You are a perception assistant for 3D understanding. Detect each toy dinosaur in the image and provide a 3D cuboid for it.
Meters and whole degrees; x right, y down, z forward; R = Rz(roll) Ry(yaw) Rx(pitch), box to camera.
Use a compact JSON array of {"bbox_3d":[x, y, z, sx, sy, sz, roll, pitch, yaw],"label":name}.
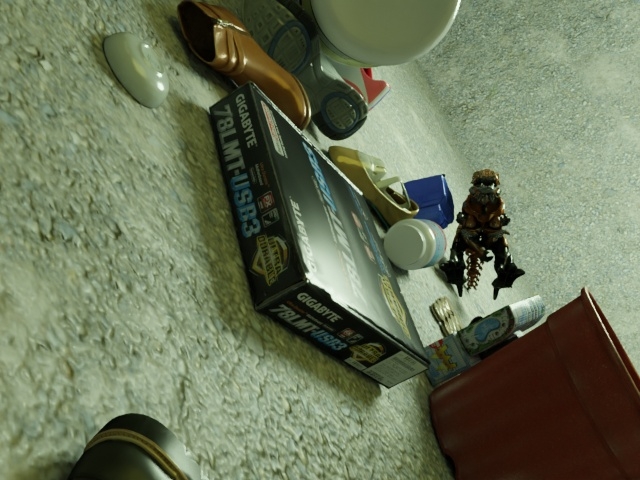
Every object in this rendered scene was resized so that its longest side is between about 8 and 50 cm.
[{"bbox_3d":[0.350,0.000,1.768,0.322,0.164,0.218,58,29,-42],"label":"toy dinosaur"}]

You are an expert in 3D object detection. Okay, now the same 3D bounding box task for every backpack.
[{"bbox_3d":[0.223,-0.066,1.706,0.120,0.098,0.101,48,40,-60],"label":"backpack"}]

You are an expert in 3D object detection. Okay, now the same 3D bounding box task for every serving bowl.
[{"bbox_3d":[-0.178,-0.174,0.827,0.083,0.027,0.083,53,18,-26],"label":"serving bowl"}]

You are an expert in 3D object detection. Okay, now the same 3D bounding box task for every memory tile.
[{"bbox_3d":[0.242,0.158,1.524,0.113,0.012,0.148,62,17,6],"label":"memory tile"}]

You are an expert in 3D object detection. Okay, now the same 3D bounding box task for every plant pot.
[{"bbox_3d":[0.313,0.244,1.147,0.272,0.265,0.272,53,18,-25],"label":"plant pot"}]

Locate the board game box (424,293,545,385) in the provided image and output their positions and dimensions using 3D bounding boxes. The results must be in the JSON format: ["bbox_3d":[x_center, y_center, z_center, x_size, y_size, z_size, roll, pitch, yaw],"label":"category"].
[{"bbox_3d":[0.242,0.161,1.285,0.194,0.194,0.060,-8,68,-57],"label":"board game box"}]

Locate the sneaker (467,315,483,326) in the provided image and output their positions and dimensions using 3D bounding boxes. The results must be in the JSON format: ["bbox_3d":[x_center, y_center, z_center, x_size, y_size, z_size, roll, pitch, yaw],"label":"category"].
[{"bbox_3d":[0.306,0.243,1.464,0.118,0.083,0.222,42,27,-29],"label":"sneaker"}]

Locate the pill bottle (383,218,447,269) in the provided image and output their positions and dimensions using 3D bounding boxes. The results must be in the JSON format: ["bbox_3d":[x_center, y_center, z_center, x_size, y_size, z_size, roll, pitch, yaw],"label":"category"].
[{"bbox_3d":[0.159,0.006,1.401,0.087,0.087,0.160,63,17,8],"label":"pill bottle"}]

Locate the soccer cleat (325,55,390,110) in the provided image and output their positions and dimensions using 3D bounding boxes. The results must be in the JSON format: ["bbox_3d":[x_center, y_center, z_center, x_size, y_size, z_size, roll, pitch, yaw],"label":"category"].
[{"bbox_3d":[0.041,-0.377,1.645,0.108,0.116,0.318,35,30,-55],"label":"soccer cleat"}]

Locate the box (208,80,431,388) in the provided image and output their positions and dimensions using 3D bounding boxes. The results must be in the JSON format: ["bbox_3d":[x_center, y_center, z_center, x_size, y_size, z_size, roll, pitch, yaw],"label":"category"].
[{"bbox_3d":[0.000,0.000,0.986,0.293,0.073,0.295,41,24,-49],"label":"box"}]

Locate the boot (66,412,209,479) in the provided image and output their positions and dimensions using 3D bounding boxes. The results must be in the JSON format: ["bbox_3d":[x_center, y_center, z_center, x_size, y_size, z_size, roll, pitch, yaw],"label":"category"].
[{"bbox_3d":[-0.078,0.204,0.435,0.198,0.077,0.137,46,23,-3],"label":"boot"}]

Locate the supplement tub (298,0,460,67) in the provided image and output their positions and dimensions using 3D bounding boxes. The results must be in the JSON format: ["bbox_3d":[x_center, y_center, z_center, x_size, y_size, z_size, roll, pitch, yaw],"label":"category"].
[{"bbox_3d":[0.086,-0.409,1.388,0.235,0.235,0.325,57,1,-12],"label":"supplement tub"}]

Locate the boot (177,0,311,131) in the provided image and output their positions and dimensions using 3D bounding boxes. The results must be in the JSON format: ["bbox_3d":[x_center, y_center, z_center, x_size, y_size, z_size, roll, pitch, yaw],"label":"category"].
[{"bbox_3d":[-0.101,-0.219,1.056,0.197,0.073,0.152,50,14,9],"label":"boot"}]

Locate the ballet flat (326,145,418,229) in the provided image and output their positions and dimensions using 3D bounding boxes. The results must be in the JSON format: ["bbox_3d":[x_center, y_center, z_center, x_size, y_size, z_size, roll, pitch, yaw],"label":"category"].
[{"bbox_3d":[0.095,-0.103,1.423,0.232,0.073,0.080,43,23,-44],"label":"ballet flat"}]

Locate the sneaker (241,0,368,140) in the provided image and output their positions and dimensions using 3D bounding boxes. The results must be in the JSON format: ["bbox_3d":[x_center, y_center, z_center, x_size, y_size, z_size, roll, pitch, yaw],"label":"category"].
[{"bbox_3d":[-0.040,-0.287,1.334,0.297,0.111,0.129,52,3,-39],"label":"sneaker"}]

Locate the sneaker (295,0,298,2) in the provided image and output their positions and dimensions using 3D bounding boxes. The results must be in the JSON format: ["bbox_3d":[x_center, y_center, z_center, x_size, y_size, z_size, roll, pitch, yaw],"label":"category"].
[{"bbox_3d":[-0.061,-0.468,1.564,0.081,0.080,0.211,42,25,-38],"label":"sneaker"}]
